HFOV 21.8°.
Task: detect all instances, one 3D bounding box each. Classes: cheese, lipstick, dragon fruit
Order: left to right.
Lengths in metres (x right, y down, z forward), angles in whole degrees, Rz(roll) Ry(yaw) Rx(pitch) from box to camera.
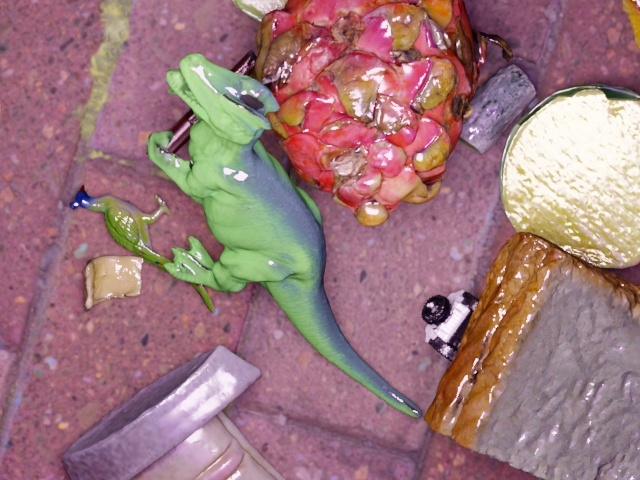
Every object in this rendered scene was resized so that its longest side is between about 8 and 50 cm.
[{"bbox_3d":[-0.250,0.048,1.972,0.084,0.041,0.060,-10,105,-34],"label":"cheese"},{"bbox_3d":[-0.137,-0.156,1.967,0.176,0.027,0.027,-45,97,0],"label":"lipstick"},{"bbox_3d":[0.061,-0.163,1.855,0.250,0.269,0.291,-8,72,25],"label":"dragon fruit"}]

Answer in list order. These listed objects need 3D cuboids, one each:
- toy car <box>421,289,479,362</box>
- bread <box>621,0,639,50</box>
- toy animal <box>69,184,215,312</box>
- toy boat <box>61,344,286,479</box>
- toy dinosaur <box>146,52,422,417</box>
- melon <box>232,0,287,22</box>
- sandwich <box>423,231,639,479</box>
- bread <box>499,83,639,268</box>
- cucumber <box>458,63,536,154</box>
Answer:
[{"bbox_3d":[0.191,0.121,1.984,0.170,0.070,0.080,35,92,-26],"label":"toy car"},{"bbox_3d":[0.456,-0.238,1.957,0.185,0.109,0.380,-20,99,-1],"label":"bread"},{"bbox_3d":[-0.191,-0.006,1.972,0.217,0.041,0.075,37,90,-11],"label":"toy animal"},{"bbox_3d":[-0.160,0.288,1.972,0.276,0.111,0.294,-20,106,6],"label":"toy boat"},{"bbox_3d":[0.000,0.000,1.836,0.500,0.374,0.144,37,64,-9],"label":"toy dinosaur"},{"bbox_3d":[-0.076,-0.355,1.934,0.118,0.064,0.210,8,93,-4],"label":"melon"},{"bbox_3d":[0.312,0.162,1.932,0.325,0.131,0.262,22,97,-26],"label":"sandwich"},{"bbox_3d":[0.325,-0.075,1.977,0.228,0.033,0.229,2,102,11],"label":"bread"},{"bbox_3d":[0.203,-0.157,1.971,0.064,0.064,0.112,42,87,-6],"label":"cucumber"}]
